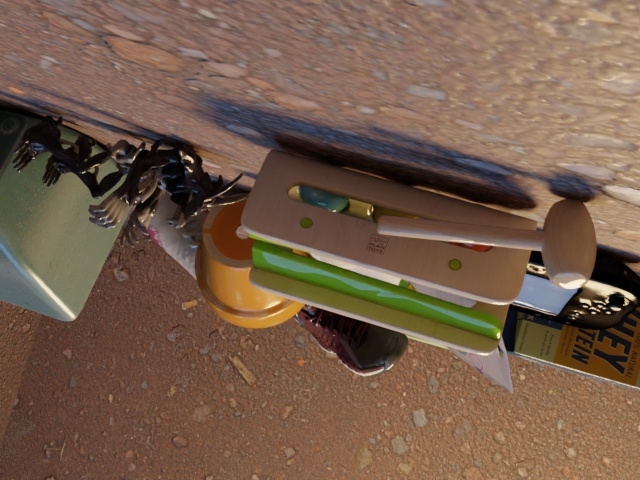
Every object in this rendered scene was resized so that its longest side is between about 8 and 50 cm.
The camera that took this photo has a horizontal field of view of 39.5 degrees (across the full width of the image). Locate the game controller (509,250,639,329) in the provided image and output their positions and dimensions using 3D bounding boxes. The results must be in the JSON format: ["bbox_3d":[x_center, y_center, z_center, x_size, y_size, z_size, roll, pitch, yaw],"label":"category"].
[{"bbox_3d":[0.212,0.038,1.064,0.319,0.067,0.166,16,150,6],"label":"game controller"}]

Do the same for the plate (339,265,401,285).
[{"bbox_3d":[0.139,0.057,1.413,0.278,0.045,0.277,14,154,21],"label":"plate"}]

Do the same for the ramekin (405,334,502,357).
[{"bbox_3d":[0.264,0.153,1.908,0.304,0.148,0.303,16,175,1],"label":"ramekin"}]

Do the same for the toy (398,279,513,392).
[{"bbox_3d":[0.197,0.099,1.249,0.237,0.056,0.136,29,144,53],"label":"toy"}]

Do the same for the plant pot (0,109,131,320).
[{"bbox_3d":[-0.451,-0.067,1.276,0.248,0.247,0.252,15,157,17],"label":"plant pot"}]

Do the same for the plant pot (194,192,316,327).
[{"bbox_3d":[-0.112,0.019,1.448,0.205,0.205,0.188,15,160,9],"label":"plant pot"}]

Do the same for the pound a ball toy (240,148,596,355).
[{"bbox_3d":[0.091,-0.014,0.863,0.319,0.135,0.208,15,150,10],"label":"pound a ball toy"}]

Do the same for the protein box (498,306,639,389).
[{"bbox_3d":[0.366,0.117,1.228,0.201,0.135,0.200,16,175,5],"label":"protein box"}]

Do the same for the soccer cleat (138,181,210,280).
[{"bbox_3d":[-0.193,0.024,1.603,0.331,0.116,0.143,49,167,-17],"label":"soccer cleat"}]

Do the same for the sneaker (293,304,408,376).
[{"bbox_3d":[0.024,0.149,1.590,0.162,0.106,0.281,42,163,-25],"label":"sneaker"}]

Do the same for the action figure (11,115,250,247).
[{"bbox_3d":[-0.235,-0.064,1.121,0.276,0.140,0.164,16,164,15],"label":"action figure"}]

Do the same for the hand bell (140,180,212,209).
[{"bbox_3d":[-0.294,-0.059,1.762,0.126,0.126,0.242,14,162,23],"label":"hand bell"}]

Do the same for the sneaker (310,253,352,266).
[{"bbox_3d":[0.000,0.000,1.259,0.212,0.080,0.094,16,147,-15],"label":"sneaker"}]
